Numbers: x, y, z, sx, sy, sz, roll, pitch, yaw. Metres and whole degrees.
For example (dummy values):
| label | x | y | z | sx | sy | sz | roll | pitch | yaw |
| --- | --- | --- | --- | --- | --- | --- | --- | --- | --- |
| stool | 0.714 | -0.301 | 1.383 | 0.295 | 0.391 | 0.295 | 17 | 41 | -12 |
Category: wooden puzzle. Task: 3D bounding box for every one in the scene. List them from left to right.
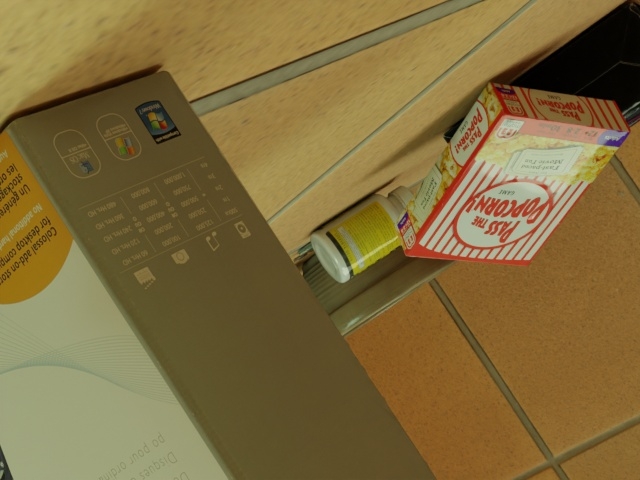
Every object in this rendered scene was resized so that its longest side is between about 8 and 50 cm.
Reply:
| label | x | y | z | sx | sy | sz | roll | pitch | yaw |
| --- | --- | --- | --- | --- | --- | --- | --- | --- | --- |
| wooden puzzle | 0.000 | 0.000 | 1.653 | 0.083 | 0.006 | 0.049 | -35 | 175 | 15 |

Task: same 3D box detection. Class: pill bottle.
| label | x | y | z | sx | sy | sz | roll | pitch | yaw |
| --- | --- | --- | --- | --- | --- | --- | --- | --- | --- |
| pill bottle | 0.053 | -0.010 | 1.553 | 0.116 | 0.065 | 0.065 | -33 | 175 | -13 |

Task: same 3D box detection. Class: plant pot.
| label | x | y | z | sx | sy | sz | roll | pitch | yaw |
| --- | --- | --- | --- | --- | --- | --- | --- | --- | --- |
| plant pot | 0.053 | 0.046 | 1.861 | 0.237 | 0.110 | 0.237 | -34 | 174 | -4 |

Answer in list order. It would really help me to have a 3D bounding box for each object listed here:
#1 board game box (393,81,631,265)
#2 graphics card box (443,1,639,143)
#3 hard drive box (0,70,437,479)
| label | x | y | z | sx | sy | sz | roll | pitch | yaw |
| --- | --- | --- | --- | --- | --- | --- | --- | --- | --- |
| board game box | 0.177 | -0.058 | 1.354 | 0.146 | 0.045 | 0.193 | 4 | 137 | -28 |
| graphics card box | 0.285 | -0.148 | 1.556 | 0.232 | 0.094 | 0.371 | -34 | 174 | 17 |
| hard drive box | -0.074 | 0.081 | 0.579 | 0.181 | 0.232 | 0.089 | -38 | 174 | 40 |
